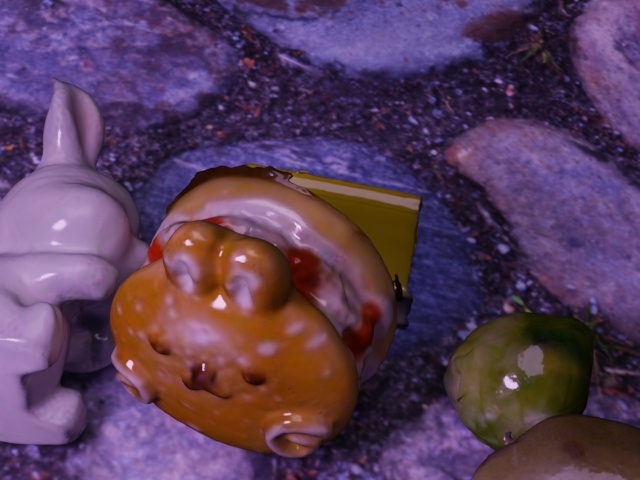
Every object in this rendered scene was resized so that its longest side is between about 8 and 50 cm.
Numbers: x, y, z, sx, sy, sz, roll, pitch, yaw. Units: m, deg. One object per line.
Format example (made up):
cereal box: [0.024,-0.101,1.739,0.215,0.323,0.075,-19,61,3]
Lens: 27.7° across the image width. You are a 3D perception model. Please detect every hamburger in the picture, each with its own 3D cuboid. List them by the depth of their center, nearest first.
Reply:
hamburger: [-0.066,0.073,1.220,0.261,0.302,0.186,26,46,5]

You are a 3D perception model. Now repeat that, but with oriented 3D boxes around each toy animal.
toy animal: [-0.295,0.015,1.321,0.241,0.196,0.367,18,51,12]

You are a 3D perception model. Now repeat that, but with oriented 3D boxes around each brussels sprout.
brussels sprout: [0.206,0.132,1.321,0.149,0.122,0.151,7,49,-4]

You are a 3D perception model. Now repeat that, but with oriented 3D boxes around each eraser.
eraser: [0.000,0.000,1.450,0.226,0.069,0.158,11,51,2]

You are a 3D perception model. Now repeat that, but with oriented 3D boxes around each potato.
potato: [0.228,0.320,1.116,0.218,0.202,0.351,7,61,-16]
